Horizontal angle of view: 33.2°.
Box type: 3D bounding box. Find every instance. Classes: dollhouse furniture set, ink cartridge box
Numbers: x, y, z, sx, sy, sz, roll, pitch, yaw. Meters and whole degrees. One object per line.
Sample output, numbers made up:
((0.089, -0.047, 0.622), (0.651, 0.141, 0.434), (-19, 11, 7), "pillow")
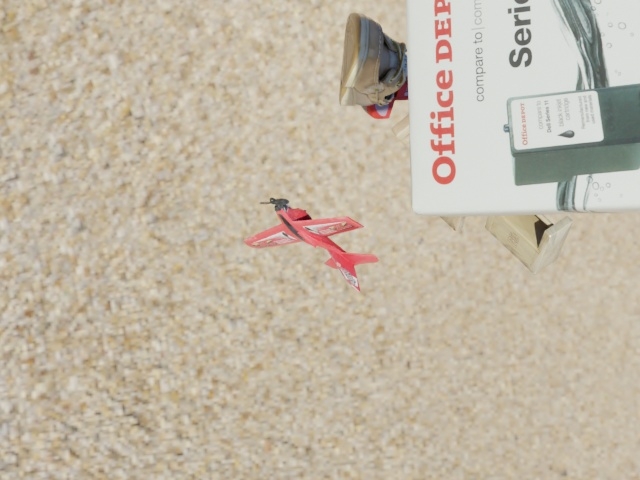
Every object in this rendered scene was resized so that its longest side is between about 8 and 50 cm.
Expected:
((0.234, -0.056, 1.262), (0.129, 0.184, 0.129), (-31, 152, -24), "dollhouse furniture set")
((0.150, -0.088, 0.530), (0.087, 0.208, 0.153), (-2, 90, -64), "ink cartridge box")

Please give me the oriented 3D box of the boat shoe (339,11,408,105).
((0.048, -0.153, 0.923), (0.170, 0.059, 0.063), (105, -11, -86), "boat shoe")

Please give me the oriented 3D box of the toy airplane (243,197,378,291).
((0.000, 0.000, 1.076), (0.151, 0.151, 0.028), (49, 49, -40), "toy airplane")

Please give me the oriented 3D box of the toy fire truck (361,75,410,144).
((0.133, -0.169, 1.403), (0.192, 0.135, 0.047), (-5, 45, -21), "toy fire truck")
